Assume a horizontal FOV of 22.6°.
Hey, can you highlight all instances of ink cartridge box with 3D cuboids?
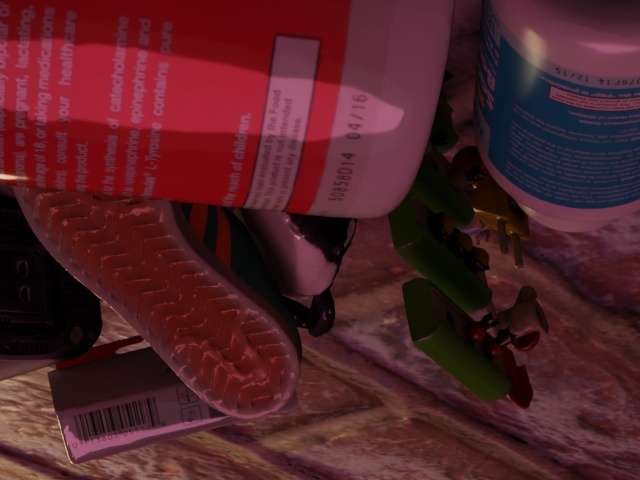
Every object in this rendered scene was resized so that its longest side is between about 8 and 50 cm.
[{"bbox_3d":[-0.135,0.098,1.354,0.189,0.232,0.066,-14,114,-9],"label":"ink cartridge box"}]

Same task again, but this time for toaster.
[{"bbox_3d":[-0.302,0.049,1.313,0.227,0.129,0.146,5,159,-42],"label":"toaster"}]

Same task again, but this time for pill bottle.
[{"bbox_3d":[0.170,-0.107,1.002,0.146,0.146,0.264,0,151,2],"label":"pill bottle"},{"bbox_3d":[-0.146,-0.141,0.864,0.407,0.229,0.229,5,152,-8],"label":"pill bottle"}]

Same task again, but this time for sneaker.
[{"bbox_3d":[-0.124,-0.004,1.185,0.108,0.121,0.302,-35,101,8],"label":"sneaker"}]

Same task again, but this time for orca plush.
[{"bbox_3d":[0.000,0.000,1.263,0.102,0.151,0.287,-29,157,-14],"label":"orca plush"}]

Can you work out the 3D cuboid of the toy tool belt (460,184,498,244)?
[{"bbox_3d":[0.121,-0.022,1.279,0.083,0.052,0.051,-12,-179,29],"label":"toy tool belt"}]

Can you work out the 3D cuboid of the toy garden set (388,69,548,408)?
[{"bbox_3d":[0.110,-0.005,1.097,0.049,0.244,0.204,-23,144,21],"label":"toy garden set"}]
